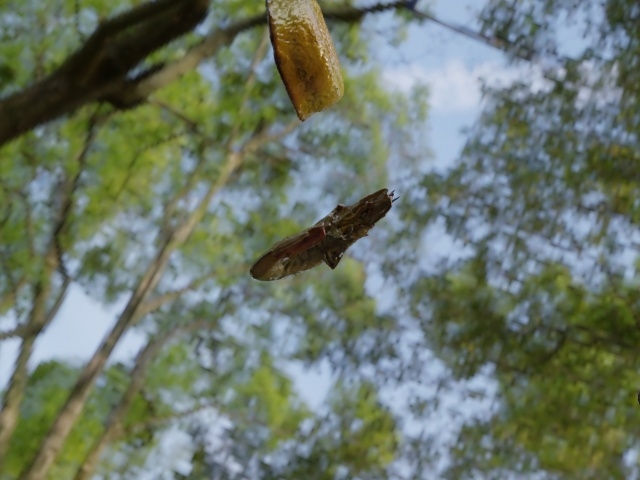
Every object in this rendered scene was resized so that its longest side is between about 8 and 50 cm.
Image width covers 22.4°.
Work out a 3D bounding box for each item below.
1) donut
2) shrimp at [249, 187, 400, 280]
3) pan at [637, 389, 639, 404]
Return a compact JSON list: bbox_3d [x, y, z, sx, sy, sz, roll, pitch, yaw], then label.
[{"bbox_3d":[-0.017,-0.211,1.805,0.058,0.152,0.152,-18,-52,7],"label":"donut"},{"bbox_3d":[-0.003,-0.007,1.456,0.095,0.045,0.162,11,-36,-46],"label":"shrimp"},{"bbox_3d":[0.353,0.112,1.325,0.040,0.212,0.115,47,-41,46],"label":"pan"}]
